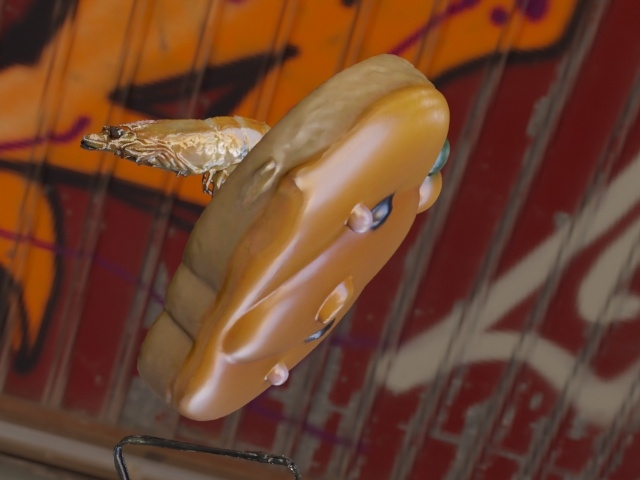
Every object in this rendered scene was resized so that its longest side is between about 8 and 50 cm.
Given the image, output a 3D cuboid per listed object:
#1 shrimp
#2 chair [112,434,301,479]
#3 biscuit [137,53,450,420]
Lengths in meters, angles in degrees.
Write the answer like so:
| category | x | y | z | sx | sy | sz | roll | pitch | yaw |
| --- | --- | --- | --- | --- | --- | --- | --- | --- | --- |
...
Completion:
| category | x | y | z | sx | sy | sz | roll | pitch | yaw |
| --- | --- | --- | --- | --- | --- | --- | --- | --- | --- |
| shrimp | -0.073 | -0.028 | 0.776 | 0.025 | 0.127 | 0.091 | 32 | -72 | 59 |
| chair | -0.093 | 0.275 | 1.035 | 0.140 | 0.145 | 0.221 | -59 | 149 | -57 |
| biscuit | 0.003 | 0.003 | 0.585 | 0.170 | 0.050 | 0.170 | -46 | 165 | -16 |
